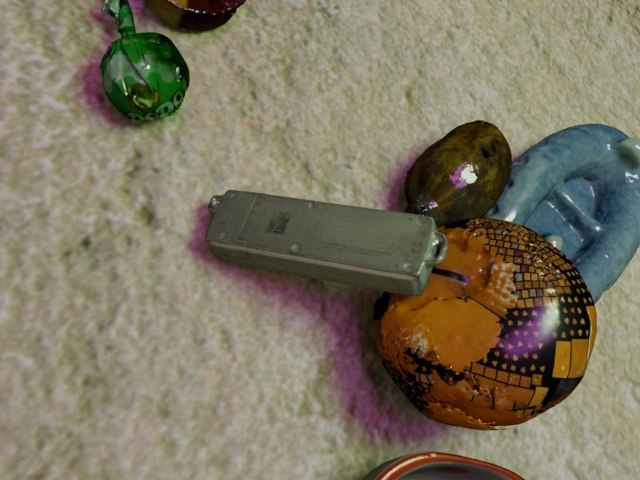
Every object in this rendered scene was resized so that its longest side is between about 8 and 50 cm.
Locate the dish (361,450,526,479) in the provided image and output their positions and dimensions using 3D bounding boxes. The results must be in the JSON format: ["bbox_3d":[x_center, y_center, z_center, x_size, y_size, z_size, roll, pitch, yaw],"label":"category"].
[{"bbox_3d":[0.111,0.339,0.602,0.256,0.117,0.257,7,70,-18],"label":"dish"}]

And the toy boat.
[{"bbox_3d":[0.350,-0.039,0.820,0.330,0.123,0.215,-40,88,-26],"label":"toy boat"}]

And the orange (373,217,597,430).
[{"bbox_3d":[0.175,0.090,0.656,0.234,0.182,0.235,-13,47,14],"label":"orange"}]

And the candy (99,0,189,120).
[{"bbox_3d":[-0.241,-0.282,0.715,0.097,0.097,0.324,-14,69,-24],"label":"candy"}]

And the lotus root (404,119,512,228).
[{"bbox_3d":[0.176,-0.077,0.767,0.120,0.120,0.209,43,61,-2],"label":"lotus root"}]

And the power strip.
[{"bbox_3d":[0.000,0.000,0.639,0.272,0.052,0.078,9,62,21],"label":"power strip"}]

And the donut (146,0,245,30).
[{"bbox_3d":[-0.159,-0.327,0.755,0.140,0.059,0.141,10,67,-24],"label":"donut"}]
